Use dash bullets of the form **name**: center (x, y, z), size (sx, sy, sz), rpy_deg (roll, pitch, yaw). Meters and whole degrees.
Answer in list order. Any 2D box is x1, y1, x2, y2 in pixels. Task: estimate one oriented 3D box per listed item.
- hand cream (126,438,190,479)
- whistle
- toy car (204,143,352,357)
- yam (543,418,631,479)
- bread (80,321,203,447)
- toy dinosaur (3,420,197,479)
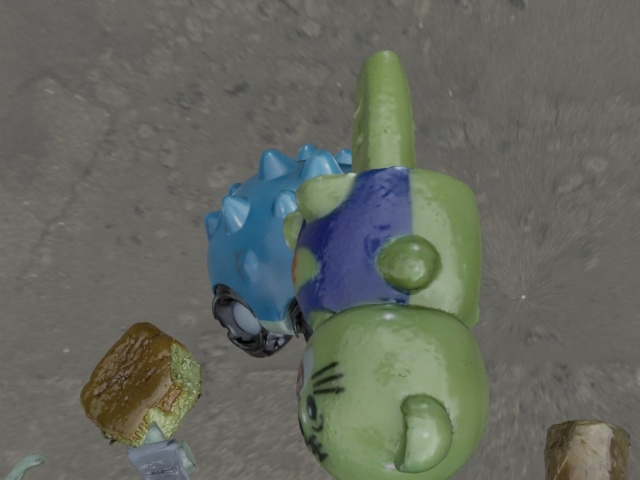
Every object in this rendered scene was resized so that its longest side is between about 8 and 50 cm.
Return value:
- **hand cream**: center (-0.090, 0.143, 0.791), size (0.030, 0.093, 0.019), rpy_deg (-12, 60, 1)
- **whistle**: center (0.028, 0.017, 0.594), size (0.085, 0.105, 0.227), rpy_deg (3, 66, -11)
- **toy car**: center (0.000, 0.000, 1.271), size (0.255, 0.188, 0.190), rpy_deg (6, 122, 45)
- **yam**: center (0.175, 0.267, 0.916), size (0.066, 0.066, 0.299), rpy_deg (6, 65, 9)
- **bread**: center (-0.200, 0.172, 1.518), size (0.128, 0.069, 0.140), rpy_deg (20, 67, 42)
- **toy dinosaur**: center (-0.150, 0.231, 0.998), size (0.205, 0.393, 0.092), rpy_deg (-50, 37, 4)
